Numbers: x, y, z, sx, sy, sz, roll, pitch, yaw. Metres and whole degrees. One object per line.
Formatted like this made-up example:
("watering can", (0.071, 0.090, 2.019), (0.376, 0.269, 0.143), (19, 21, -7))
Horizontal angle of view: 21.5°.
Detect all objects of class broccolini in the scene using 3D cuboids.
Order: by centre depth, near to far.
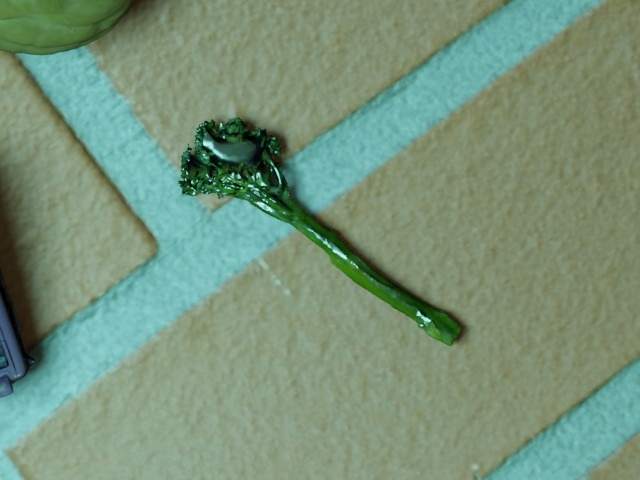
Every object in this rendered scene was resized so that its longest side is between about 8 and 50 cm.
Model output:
("broccolini", (0.003, -0.005, 1.300), (0.254, 0.071, 0.057), (37, 41, -5))

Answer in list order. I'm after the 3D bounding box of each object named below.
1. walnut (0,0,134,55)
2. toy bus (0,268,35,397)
("walnut", (-0.237, -0.245, 1.221), (0.261, 0.225, 0.225), (17, 82, -11))
("toy bus", (-0.271, 0.034, 1.214), (0.087, 0.098, 0.178), (-20, 113, -11))
